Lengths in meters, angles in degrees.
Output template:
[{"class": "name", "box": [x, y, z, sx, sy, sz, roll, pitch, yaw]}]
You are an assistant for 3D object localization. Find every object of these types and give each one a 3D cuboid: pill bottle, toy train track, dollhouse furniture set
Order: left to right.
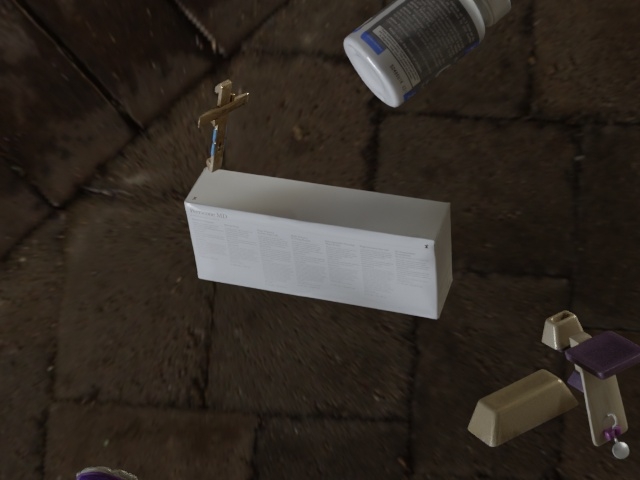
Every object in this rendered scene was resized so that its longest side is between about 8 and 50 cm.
[{"class": "toy train track", "box": [-0.077, -0.085, 1.035, 0.048, 0.083, 0.014, -31, 57, -35]}, {"class": "pill bottle", "box": [0.096, -0.187, 1.244, 0.137, 0.078, 0.078, -38, 93, -6]}, {"class": "dollhouse furniture set", "box": [0.143, 0.112, 0.899, 0.114, 0.091, 0.081, -23, 114, -18]}]

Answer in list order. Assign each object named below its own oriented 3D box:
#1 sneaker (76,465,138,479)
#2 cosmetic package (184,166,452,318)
[{"class": "sneaker", "box": [-0.165, 0.276, 1.269, 0.170, 0.068, 0.071, 53, 45, -7]}, {"class": "cosmetic package", "box": [0.000, 0.000, 1.299, 0.239, 0.099, 0.060, 9, 45, 17]}]
